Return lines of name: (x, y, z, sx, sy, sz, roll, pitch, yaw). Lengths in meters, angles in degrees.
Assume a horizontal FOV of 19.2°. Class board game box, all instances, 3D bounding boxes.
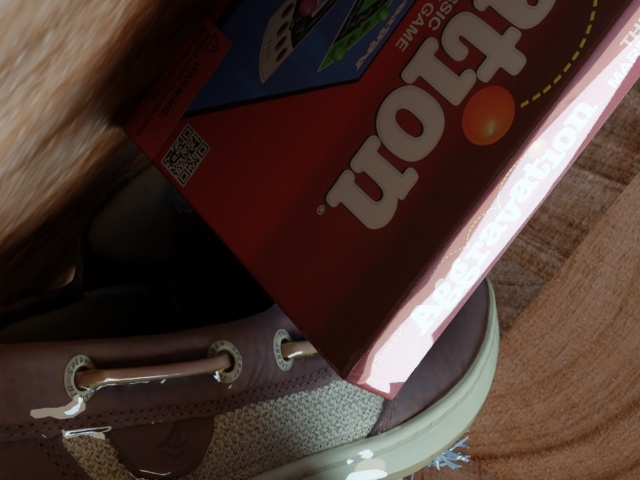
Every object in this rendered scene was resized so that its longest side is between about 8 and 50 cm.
board game box: (0.059, -0.105, 0.562, 0.027, 0.145, 0.281, 25, 106, -47)

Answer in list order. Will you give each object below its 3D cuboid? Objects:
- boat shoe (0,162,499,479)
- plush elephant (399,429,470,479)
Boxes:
boat shoe: (-0.031, 0.026, 0.675, 0.342, 0.123, 0.123, -26, 117, -55)
plush elephant: (-0.038, 0.160, 1.714, 0.330, 0.255, 0.272, -22, -137, 1)
